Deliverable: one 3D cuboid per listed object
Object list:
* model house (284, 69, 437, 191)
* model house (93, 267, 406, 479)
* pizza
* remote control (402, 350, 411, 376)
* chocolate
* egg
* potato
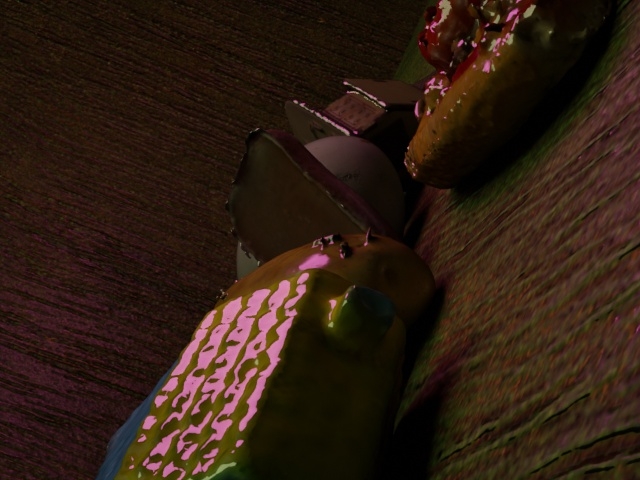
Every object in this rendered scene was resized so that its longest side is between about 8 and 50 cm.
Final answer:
[{"bbox_3d":[0.126,-0.168,1.542,0.278,0.218,0.205,-34,-49,-15],"label":"model house"},{"bbox_3d":[-0.050,0.175,0.806,0.303,0.215,0.237,-57,6,36],"label":"model house"},{"bbox_3d":[0.186,-0.252,1.025,0.440,0.130,0.406,131,162,-78],"label":"pizza"},{"bbox_3d":[-0.021,0.203,1.075,0.044,0.107,0.377,68,153,24],"label":"remote control"},{"bbox_3d":[0.008,-0.005,1.188,0.083,0.261,0.161,-25,-25,-46],"label":"chocolate"},{"bbox_3d":[0.000,0.000,1.347,0.203,0.202,0.283,-77,12,-76],"label":"egg"},{"bbox_3d":[-0.007,0.074,1.055,0.173,0.140,0.300,-22,-8,-37],"label":"potato"}]
